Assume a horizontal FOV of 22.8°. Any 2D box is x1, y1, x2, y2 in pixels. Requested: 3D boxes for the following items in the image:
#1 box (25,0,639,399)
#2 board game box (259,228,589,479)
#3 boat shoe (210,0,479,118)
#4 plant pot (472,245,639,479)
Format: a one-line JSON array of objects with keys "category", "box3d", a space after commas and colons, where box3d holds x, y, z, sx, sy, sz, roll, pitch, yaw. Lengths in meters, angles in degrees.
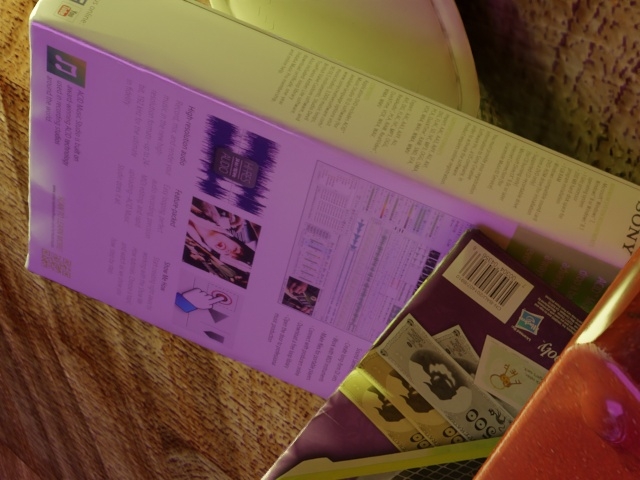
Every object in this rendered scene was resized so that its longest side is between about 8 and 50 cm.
[{"category": "box", "box3d": [0.000, 0.000, 0.835, 0.322, 0.058, 0.232, 24, 147, 4]}, {"category": "board game box", "box3d": [0.140, 0.172, 0.669, 0.347, 0.208, 0.056, 38, 147, 8]}, {"category": "boat shoe", "box3d": [-0.031, -0.176, 0.826, 0.324, 0.116, 0.097, 47, -164, -4]}, {"category": "plant pot", "box3d": [0.197, 0.080, 0.537, 0.267, 0.235, 0.267, 51, 152, 18]}]
